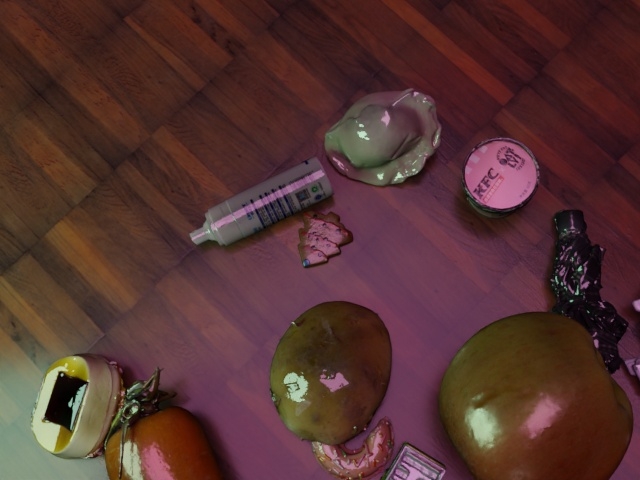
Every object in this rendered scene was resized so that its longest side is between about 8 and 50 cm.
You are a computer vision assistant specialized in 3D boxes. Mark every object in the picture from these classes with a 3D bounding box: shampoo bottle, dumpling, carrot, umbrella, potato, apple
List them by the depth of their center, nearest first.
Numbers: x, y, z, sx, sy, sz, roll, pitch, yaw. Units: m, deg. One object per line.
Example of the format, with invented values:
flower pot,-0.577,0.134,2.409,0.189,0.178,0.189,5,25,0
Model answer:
apple,0.385,0.298,1.613,0.305,0.338,0.338,-40,77,8
carrot,-0.304,0.419,1.727,0.214,0.193,0.331,-5,65,-43
potato,0.015,0.233,1.771,0.239,0.116,0.299,14,63,15
umbrella,0.523,0.098,1.794,0.154,0.128,0.336,7,74,7
dumpling,0.130,-0.206,1.883,0.258,0.147,0.193,-17,111,22
shampoo bottle,-0.126,-0.068,1.889,0.303,0.092,0.092,-26,77,-2

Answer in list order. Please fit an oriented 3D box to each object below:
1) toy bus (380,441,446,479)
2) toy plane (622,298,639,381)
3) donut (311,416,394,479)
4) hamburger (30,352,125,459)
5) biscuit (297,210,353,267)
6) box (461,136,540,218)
toy bus,0.122,0.525,1.707,0.113,0.139,0.301,30,79,8
toy plane,0.708,0.192,1.759,0.267,0.123,0.266,-2,84,21
donut,0.069,0.413,1.775,0.166,0.065,0.117,-17,75,1
hamburger,-0.475,0.326,1.807,0.173,0.116,0.210,8,78,24
biscuit,0.000,0.000,1.900,0.119,0.019,0.130,26,80,9
box,0.358,-0.115,1.848,0.151,0.135,0.151,-2,77,7
